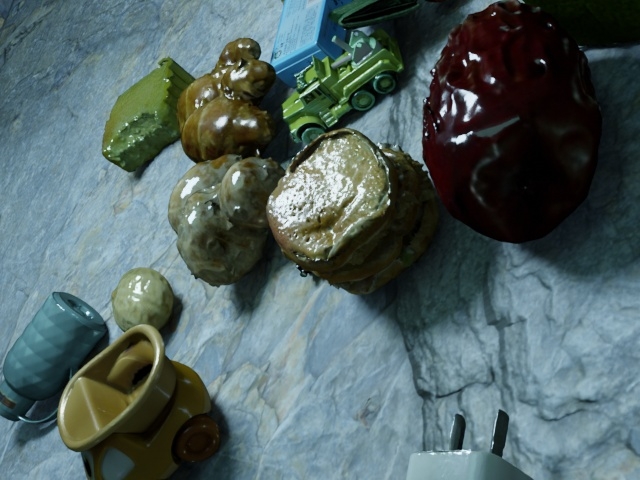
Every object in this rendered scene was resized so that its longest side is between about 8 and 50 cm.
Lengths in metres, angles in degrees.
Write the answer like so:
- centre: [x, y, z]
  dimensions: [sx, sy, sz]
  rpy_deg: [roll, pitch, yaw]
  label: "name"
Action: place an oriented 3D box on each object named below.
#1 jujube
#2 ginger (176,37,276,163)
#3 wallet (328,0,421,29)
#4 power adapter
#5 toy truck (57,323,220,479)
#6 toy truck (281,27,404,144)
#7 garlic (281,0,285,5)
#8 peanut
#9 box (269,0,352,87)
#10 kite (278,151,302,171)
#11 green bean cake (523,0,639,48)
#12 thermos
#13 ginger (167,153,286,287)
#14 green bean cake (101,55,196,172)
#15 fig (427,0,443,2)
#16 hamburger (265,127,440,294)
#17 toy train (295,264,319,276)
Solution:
- centre: [0.264, -0.177, 1.310]
  dimensions: [0.258, 0.258, 0.377]
  rpy_deg: [-29, 47, 31]
  label: "jujube"
- centre: [-0.184, -0.275, 1.952]
  dimensions: [0.274, 0.152, 0.357]
  rpy_deg: [-48, 33, 17]
  label: "ginger"
- centre: [0.099, -0.444, 1.776]
  dimensions: [0.160, 0.055, 0.236]
  rpy_deg: [-17, 16, 0]
  label: "wallet"
- centre: [0.177, 0.300, 1.108]
  dimensions: [0.130, 0.125, 0.205]
  rpy_deg: [-13, 51, 43]
  label: "power adapter"
- centre: [-0.307, 0.307, 1.576]
  dimensions: [0.288, 0.211, 0.204]
  rpy_deg: [-47, 35, 3]
  label: "toy truck"
- centre: [0.024, -0.308, 1.775]
  dimensions: [0.259, 0.135, 0.128]
  rpy_deg: [-36, 39, 28]
  label: "toy truck"
- centre: [-0.047, -0.625, 2.160]
  dimensions: [0.198, 0.090, 0.128]
  rpy_deg: [-46, 49, 3]
  label: "garlic"
- centre: [-0.363, 0.125, 1.871]
  dimensions: [0.159, 0.109, 0.141]
  rpy_deg: [0, 61, 46]
  label: "peanut"
- centre: [-0.018, -0.456, 1.988]
  dimensions: [0.142, 0.083, 0.232]
  rpy_deg: [-19, 50, 38]
  label: "box"
- centre: [-0.109, -0.116, 1.867]
  dimensions: [0.245, 0.015, 0.141]
  rpy_deg: [-2, 59, 48]
  label: "kite"
- centre: [0.406, -0.405, 1.326]
  dimensions: [0.247, 0.250, 0.156]
  rpy_deg: [3, 65, 50]
  label: "green bean cake"
- centre: [-0.584, 0.267, 1.991]
  dimensions: [0.182, 0.145, 0.286]
  rpy_deg: [37, 93, 21]
  label: "thermos"
- centre: [-0.192, -0.053, 1.776]
  dimensions: [0.375, 0.176, 0.256]
  rpy_deg: [23, 90, 64]
  label: "ginger"
- centre: [-0.407, -0.294, 2.253]
  dimensions: [0.236, 0.124, 0.233]
  rpy_deg: [-27, 43, 32]
  label: "green bean cake"
- centre: [0.230, -0.518, 1.739]
  dimensions: [0.150, 0.128, 0.128]
  rpy_deg: [-40, 28, -29]
  label: "fig"
- centre: [0.064, -0.052, 1.453]
  dimensions: [0.245, 0.211, 0.261]
  rpy_deg: [-5, 63, 37]
  label: "hamburger"
- centre: [0.000, 0.000, 1.619]
  dimensions: [0.087, 0.050, 0.138]
  rpy_deg: [-13, 52, 38]
  label: "toy train"
